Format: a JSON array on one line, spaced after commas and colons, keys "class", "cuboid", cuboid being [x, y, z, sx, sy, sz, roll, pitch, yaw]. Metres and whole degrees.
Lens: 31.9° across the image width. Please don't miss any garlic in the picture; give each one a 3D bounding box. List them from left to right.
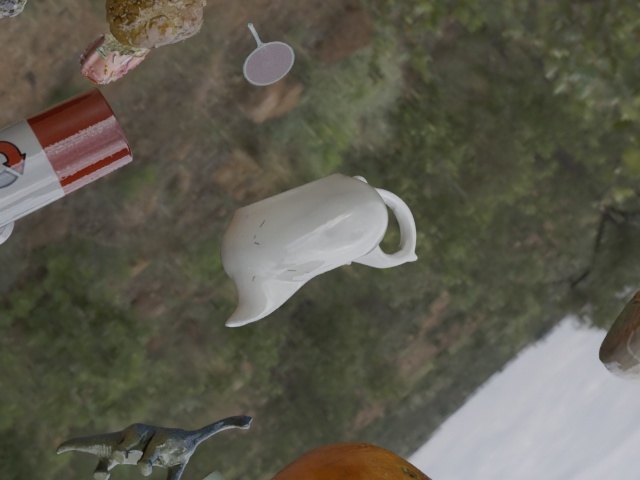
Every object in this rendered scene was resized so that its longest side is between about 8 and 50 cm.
[{"class": "garlic", "cuboid": [0.370, 0.096, 1.244, 0.198, 0.091, 0.128, 65, 45, -73]}]

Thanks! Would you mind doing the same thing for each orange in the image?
[{"class": "orange", "cuboid": [0.052, 0.367, 1.320, 0.226, 0.284, 0.284, -57, 169, 10]}]

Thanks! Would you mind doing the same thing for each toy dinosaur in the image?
[{"class": "toy dinosaur", "cuboid": [-0.244, 0.284, 1.627, 0.188, 0.248, 0.075, -53, 146, -59]}]

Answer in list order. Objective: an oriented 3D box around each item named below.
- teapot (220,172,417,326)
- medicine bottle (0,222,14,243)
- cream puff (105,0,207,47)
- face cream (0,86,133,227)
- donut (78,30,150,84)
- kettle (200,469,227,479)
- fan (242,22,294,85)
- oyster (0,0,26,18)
[{"class": "teapot", "cuboid": [0.000, 0.000, 1.370, 0.300, 0.165, 0.208, -10, 165, -32]}, {"class": "medicine bottle", "cuboid": [-0.445, -0.033, 1.453, 0.052, 0.052, 0.089, -42, 133, 3]}, {"class": "cream puff", "cuboid": [-0.248, -0.361, 1.683, 0.165, 0.150, 0.115, -47, 143, -40]}, {"class": "face cream", "cuboid": [-0.320, -0.080, 1.213, 0.214, 0.095, 0.096, -28, 170, -13]}, {"class": "donut", "cuboid": [-0.355, -0.310, 1.900, 0.117, 0.065, 0.166, -37, -175, 24]}, {"class": "kettle", "cuboid": [-0.099, 0.332, 1.158, 0.127, 0.148, 0.098, -42, 168, -29]}, {"class": "fan", "cuboid": [-0.085, -0.281, 1.680, 0.085, 0.005, 0.133, -29, 144, -1]}, {"class": "oyster", "cuboid": [-0.456, -0.327, 1.249, 0.100, 0.271, 0.275, -100, -157, -49]}]
